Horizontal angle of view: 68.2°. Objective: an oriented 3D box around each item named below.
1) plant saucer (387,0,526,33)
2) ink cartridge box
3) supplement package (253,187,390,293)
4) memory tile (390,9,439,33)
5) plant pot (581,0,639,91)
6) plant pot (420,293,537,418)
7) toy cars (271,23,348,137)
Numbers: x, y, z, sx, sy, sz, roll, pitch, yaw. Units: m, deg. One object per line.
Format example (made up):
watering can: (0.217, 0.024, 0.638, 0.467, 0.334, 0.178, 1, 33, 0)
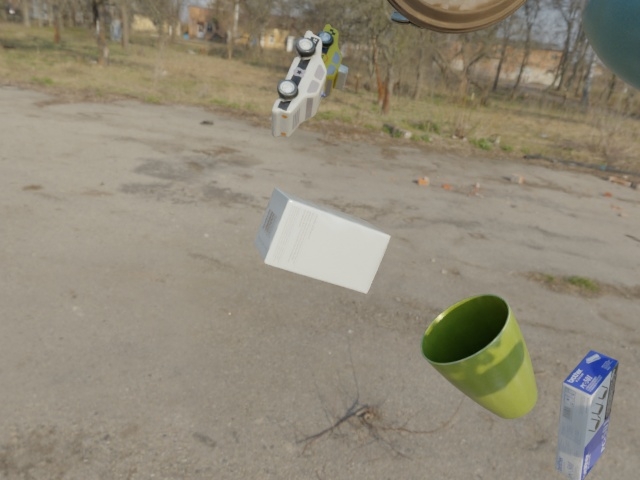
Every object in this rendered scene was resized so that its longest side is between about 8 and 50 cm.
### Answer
plant saucer: (0.202, -0.442, 0.666, 0.277, 0.278, 0.041, 8, 12, -1)
ink cartridge box: (0.437, 0.292, 0.780, 0.097, 0.207, 0.046, -28, 32, -31)
supplement package: (0.000, 0.000, 0.756, 0.179, 0.105, 0.105, 18, 9, -21)
memory tile: (0.189, -0.413, 0.865, 0.113, 0.012, 0.148, 15, 44, 7)
plant pot: (0.647, -0.460, 0.931, 0.195, 0.290, 0.290, 36, 32, 26)
plant pot: (0.480, 0.351, 1.342, 0.274, 0.293, 0.275, -35, 14, 10)
toy cars: (-0.003, -0.316, 0.933, 0.087, 0.176, 0.394, 19, 29, 1)
